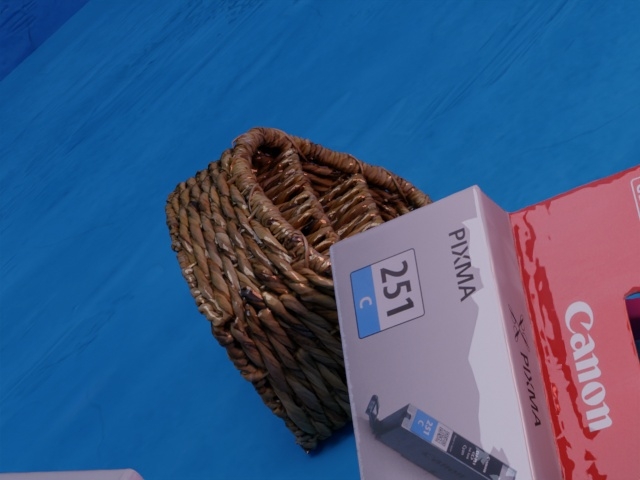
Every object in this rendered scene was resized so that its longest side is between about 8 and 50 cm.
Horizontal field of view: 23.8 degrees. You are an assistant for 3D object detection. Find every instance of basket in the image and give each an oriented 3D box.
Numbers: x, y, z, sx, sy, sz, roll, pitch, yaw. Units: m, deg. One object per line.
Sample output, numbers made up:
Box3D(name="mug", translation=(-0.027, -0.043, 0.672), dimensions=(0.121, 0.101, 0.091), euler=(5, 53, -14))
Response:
Box3D(name="basket", translation=(0.000, 0.000, 1.396), dimensions=(0.223, 0.213, 0.299), euler=(-33, 28, 6))

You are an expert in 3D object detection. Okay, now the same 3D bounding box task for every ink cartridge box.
Box3D(name="ink cartridge box", translation=(0.147, 0.097, 1.109), dimensions=(0.261, 0.066, 0.296), euler=(-22, 59, 24))

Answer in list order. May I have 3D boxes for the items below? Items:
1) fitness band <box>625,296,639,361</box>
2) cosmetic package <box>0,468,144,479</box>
Box3D(name="fitness band", translation=(0.295, 0.008, 1.239), dimensions=(0.290, 0.054, 0.209), euler=(-11, 35, 35))
Box3D(name="cosmetic package", translation=(-0.235, 0.300, 1.120), dimensions=(0.453, 0.230, 0.161), euler=(-10, 39, 47))
